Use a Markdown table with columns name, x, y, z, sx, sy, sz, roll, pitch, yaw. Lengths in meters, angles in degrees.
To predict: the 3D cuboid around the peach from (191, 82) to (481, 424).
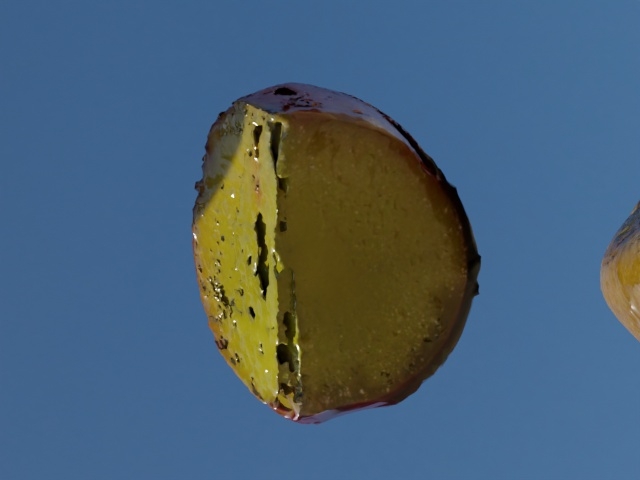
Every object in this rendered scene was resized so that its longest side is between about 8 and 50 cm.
| name | x | y | z | sx | sy | sz | roll | pitch | yaw |
| --- | --- | --- | --- | --- | --- | --- | --- | --- | --- |
| peach | -0.004 | -0.001 | 0.855 | 0.127 | 0.092 | 0.172 | -35 | -61 | -13 |

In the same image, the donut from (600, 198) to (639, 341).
| name | x | y | z | sx | sy | sz | roll | pitch | yaw |
| --- | --- | --- | --- | --- | --- | --- | --- | --- | --- |
| donut | 0.227 | -0.021 | 0.827 | 0.114 | 0.226 | 0.226 | 43 | -126 | 0 |
